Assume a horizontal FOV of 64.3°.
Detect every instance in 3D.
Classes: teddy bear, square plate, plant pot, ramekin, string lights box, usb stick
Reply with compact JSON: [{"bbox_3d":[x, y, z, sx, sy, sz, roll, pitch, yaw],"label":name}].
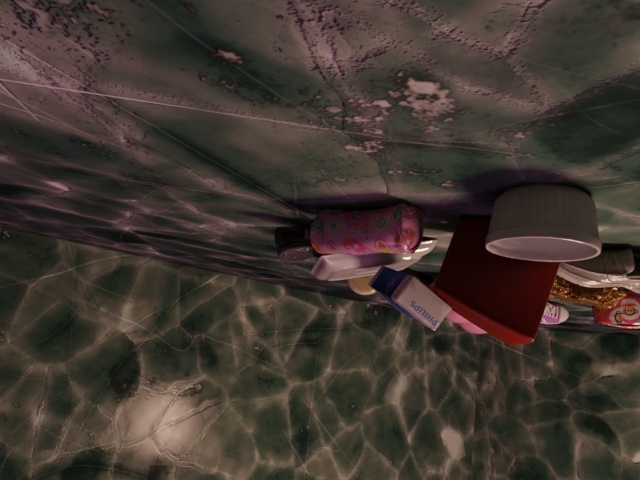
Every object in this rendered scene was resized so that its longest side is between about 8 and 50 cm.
[{"bbox_3d":[0.768,0.131,1.600,0.245,0.113,0.338,16,175,-5],"label":"teddy bear"},{"bbox_3d":[0.152,0.071,1.584,0.347,0.049,0.344,-8,169,-8],"label":"square plate"},{"bbox_3d":[0.414,0.081,1.234,0.235,0.267,0.267,20,171,16],"label":"plant pot"},{"bbox_3d":[0.431,-0.032,0.992,0.207,0.109,0.207,7,169,1],"label":"ramekin"},{"bbox_3d":[0.230,0.148,1.365,0.133,0.077,0.259,39,176,-10],"label":"string lights box"},{"bbox_3d":[0.366,0.146,2.031,0.077,0.045,0.278,6,170,43],"label":"usb stick"}]

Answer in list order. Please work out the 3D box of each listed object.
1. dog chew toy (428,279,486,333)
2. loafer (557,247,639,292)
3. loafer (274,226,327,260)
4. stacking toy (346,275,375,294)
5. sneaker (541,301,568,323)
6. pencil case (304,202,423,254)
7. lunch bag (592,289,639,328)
[{"bbox_3d":[0.566,0.244,2.022,0.331,0.207,0.206,22,163,-22],"label":"dog chew toy"},{"bbox_3d":[0.745,0.062,1.283,0.319,0.112,0.112,8,133,4],"label":"loafer"},{"bbox_3d":[0.000,0.000,1.516,0.302,0.095,0.109,-1,151,-37],"label":"loafer"},{"bbox_3d":[0.179,0.149,1.985,0.141,0.141,0.330,6,172,7],"label":"stacking toy"},{"bbox_3d":[0.987,0.306,2.242,0.282,0.102,0.161,9,165,-6],"label":"sneaker"},{"bbox_3d":[0.104,-0.025,1.235,0.284,0.124,0.124,-1,165,39],"label":"pencil case"},{"bbox_3d":[1.037,0.214,1.637,0.293,0.120,0.258,-6,172,22],"label":"lunch bag"}]
